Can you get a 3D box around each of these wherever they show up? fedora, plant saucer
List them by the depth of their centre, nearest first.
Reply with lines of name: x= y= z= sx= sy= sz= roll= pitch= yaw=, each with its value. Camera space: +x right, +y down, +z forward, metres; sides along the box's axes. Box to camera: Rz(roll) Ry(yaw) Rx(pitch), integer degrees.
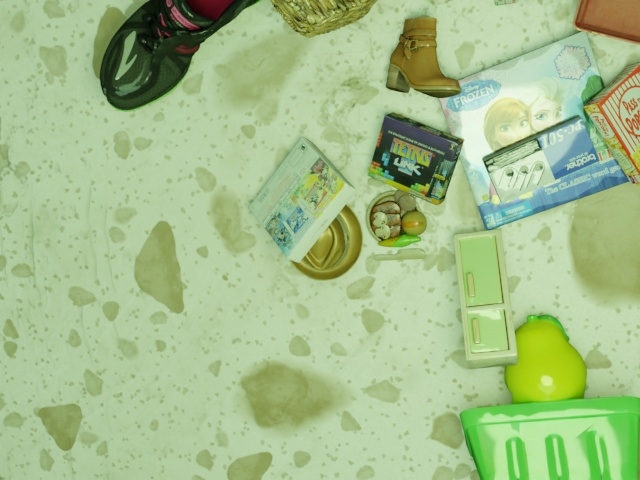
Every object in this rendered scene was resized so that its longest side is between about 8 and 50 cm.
plant saucer: x=0.644 y=-0.501 z=1.588 sx=0.258 sy=0.048 sz=0.259 roll=16 pitch=94 yaw=6
fedora: x=0.000 y=0.000 z=1.798 sx=0.194 sy=0.079 sz=0.195 roll=2 pitch=102 yaw=9

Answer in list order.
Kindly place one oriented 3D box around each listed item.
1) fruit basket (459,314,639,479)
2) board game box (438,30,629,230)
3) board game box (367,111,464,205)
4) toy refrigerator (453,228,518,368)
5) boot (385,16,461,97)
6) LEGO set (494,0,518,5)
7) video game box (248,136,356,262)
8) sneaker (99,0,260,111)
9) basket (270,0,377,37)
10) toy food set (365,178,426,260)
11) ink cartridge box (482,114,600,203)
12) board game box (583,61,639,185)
fruit basket: x=0.480 y=0.361 z=1.738 sx=0.391 sy=0.283 sz=0.392 roll=-7 pitch=57 yaw=11
board game box: x=0.437 y=-0.221 z=1.686 sx=0.318 sy=0.066 sz=0.318 roll=-21 pitch=97 yaw=13
board game box: x=0.197 y=-0.171 z=1.712 sx=0.170 sy=0.048 sz=0.141 roll=24 pitch=118 yaw=20
toy refrigerator: x=0.339 y=0.119 z=1.690 sx=0.102 sy=0.094 sz=0.270 roll=-7 pitch=68 yaw=12
boot: x=0.215 y=-0.371 z=1.650 sx=0.197 sy=0.072 sz=0.153 roll=20 pitch=97 yaw=44
LEGO set: x=0.410 y=-0.596 z=1.599 sx=0.182 sy=0.060 sz=0.244 roll=0 pitch=116 yaw=36
video game box: x=-0.042 y=-0.089 z=1.753 sx=0.205 sy=0.048 sz=0.187 roll=-51 pitch=48 yaw=15
sneaker: x=-0.295 y=-0.462 z=1.692 sx=0.483 sy=0.202 sz=0.185 roll=-42 pitch=91 yaw=14
basket: x=-0.033 y=-0.551 z=1.595 sx=0.213 sy=0.223 sz=0.299 roll=-27 pitch=97 yaw=-5
toy food set: x=0.163 y=-0.046 z=1.782 sx=0.132 sy=0.038 sz=0.192 roll=-5 pitch=100 yaw=11
ink cartridge box: x=0.437 y=-0.161 z=1.639 sx=0.207 sy=0.046 sz=0.097 roll=-24 pitch=99 yaw=13
board game box: x=0.623 y=-0.229 z=1.615 sx=0.146 sy=0.045 sz=0.194 roll=-42 pitch=103 yaw=-18
